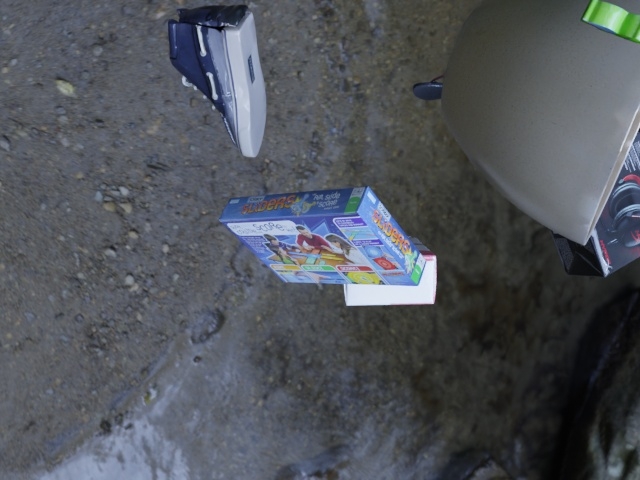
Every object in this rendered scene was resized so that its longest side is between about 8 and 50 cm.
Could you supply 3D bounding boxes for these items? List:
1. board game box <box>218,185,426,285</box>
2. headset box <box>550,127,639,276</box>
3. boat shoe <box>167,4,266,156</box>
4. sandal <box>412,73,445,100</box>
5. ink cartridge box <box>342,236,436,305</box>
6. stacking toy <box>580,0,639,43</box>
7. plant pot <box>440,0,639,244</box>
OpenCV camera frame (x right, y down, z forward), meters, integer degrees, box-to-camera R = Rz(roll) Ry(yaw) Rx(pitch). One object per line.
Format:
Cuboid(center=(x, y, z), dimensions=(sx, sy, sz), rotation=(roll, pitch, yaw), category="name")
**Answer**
Cuboid(center=(0.000, 0.000, 0.748), dimensions=(0.136, 0.201, 0.035), rotation=(48, 55, -39), category="board game box")
Cuboid(center=(0.580, -0.089, 1.277), dimensions=(0.293, 0.110, 0.218), rotation=(-25, 99, -18), category="headset box")
Cuboid(center=(-0.209, -0.325, 1.366), dimensions=(0.127, 0.158, 0.340), rotation=(-71, 165, -45), category="boat shoe")
Cuboid(center=(0.297, -0.362, 1.551), dimensions=(0.179, 0.067, 0.040), rotation=(-6, 75, -11), category="sandal")
Cuboid(center=(0.117, 0.051, 1.226), dimensions=(0.159, 0.218, 0.092), rotation=(-1, 100, 0), category="ink cartridge box")
Cuboid(center=(0.177, -0.249, 0.439), dimensions=(0.221, 0.052, 0.167), rotation=(20, 107, -17), category="stacking toy")
Cuboid(center=(0.240, -0.162, 0.694), dimensions=(0.284, 0.191, 0.284), rotation=(-50, 154, -36), category="plant pot")
